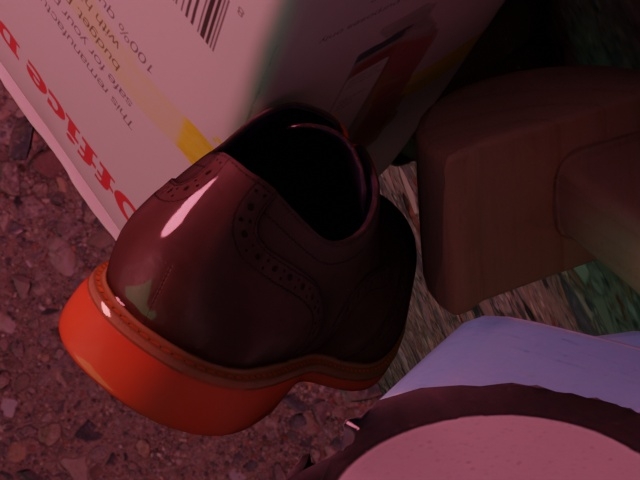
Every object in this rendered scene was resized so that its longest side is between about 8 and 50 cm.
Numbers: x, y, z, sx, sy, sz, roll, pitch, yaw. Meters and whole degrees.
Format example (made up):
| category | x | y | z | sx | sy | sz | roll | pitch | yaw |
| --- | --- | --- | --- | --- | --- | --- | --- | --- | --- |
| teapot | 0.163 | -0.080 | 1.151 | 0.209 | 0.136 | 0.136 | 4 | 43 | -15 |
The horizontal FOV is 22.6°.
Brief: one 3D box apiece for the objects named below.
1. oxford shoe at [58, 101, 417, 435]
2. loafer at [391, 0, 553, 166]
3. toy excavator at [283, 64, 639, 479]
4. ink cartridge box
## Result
| category | x | y | z | sx | sy | sz | roll | pitch | yaw |
| --- | --- | --- | --- | --- | --- | --- | --- | --- | --- |
| oxford shoe | 0.000 | 0.000 | 0.634 | 0.097 | 0.098 | 0.271 | 35 | -164 | 8 |
| loafer | 0.042 | -0.102 | 0.994 | 0.366 | 0.134 | 0.130 | -130 | 16 | -71 |
| toy excavator | 0.140 | 0.086 | 0.512 | 0.433 | 0.445 | 0.222 | 15 | 122 | 34 |
| ink cartridge box | -0.055 | -0.177 | 0.692 | 0.279 | 0.160 | 0.384 | 55 | 157 | 10 |
